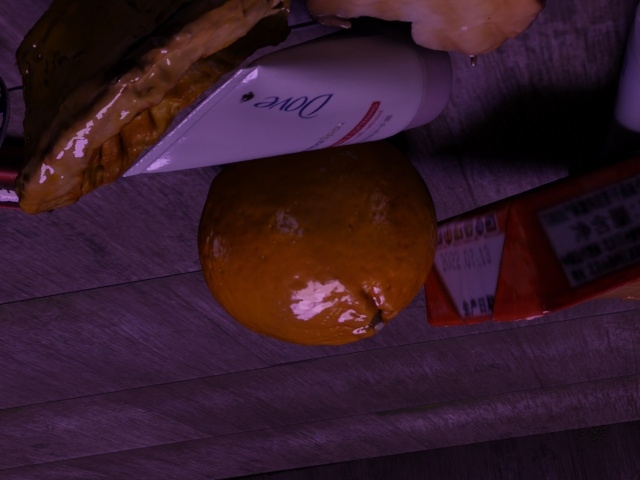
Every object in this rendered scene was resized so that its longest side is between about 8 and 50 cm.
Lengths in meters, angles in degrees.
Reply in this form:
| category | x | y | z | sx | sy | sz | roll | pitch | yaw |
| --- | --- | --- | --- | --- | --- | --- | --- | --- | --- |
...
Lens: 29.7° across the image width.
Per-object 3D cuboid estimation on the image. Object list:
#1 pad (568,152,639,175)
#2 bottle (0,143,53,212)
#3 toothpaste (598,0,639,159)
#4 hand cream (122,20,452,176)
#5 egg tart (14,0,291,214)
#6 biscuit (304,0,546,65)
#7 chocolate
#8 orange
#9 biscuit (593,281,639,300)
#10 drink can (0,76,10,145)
| category | x | y | z | sx | sy | sz | roll | pitch | yaw |
| --- | --- | --- | --- | --- | --- | --- | --- | --- | --- |
| pad | 0.338 | -0.071 | 1.249 | 0.157 | 0.003 | 0.112 | -11 | 160 | 13 |
| bottle | -0.306 | -0.057 | 1.023 | 0.164 | 0.060 | 0.060 | 6 | 158 | -28 |
| toothpaste | 0.293 | -0.119 | 1.003 | 0.125 | 0.080 | 0.371 | -11 | 166 | 11 |
| hand cream | -0.007 | -0.099 | 0.817 | 0.248 | 0.083 | 0.133 | -22 | 168 | -46 |
| egg tart | -0.115 | -0.117 | 0.758 | 0.241 | 0.106 | 0.241 | -41 | -176 | 4 |
| biscuit | 0.082 | -0.176 | 0.796 | 0.183 | 0.061 | 0.118 | 11 | 153 | -44 |
| chocolate | 0.230 | -0.005 | 1.096 | 0.237 | 0.108 | 0.235 | -17 | 180 | -19 |
| orange | -0.002 | -0.001 | 1.085 | 0.219 | 0.193 | 0.219 | -6 | 143 | -4 |
| biscuit | 0.398 | 0.030 | 1.480 | 0.354 | 0.052 | 0.275 | -4 | 160 | -6 |
| drink can | -0.323 | -0.114 | 0.802 | 0.097 | 0.097 | 0.235 | -16 | 158 | 26 |
